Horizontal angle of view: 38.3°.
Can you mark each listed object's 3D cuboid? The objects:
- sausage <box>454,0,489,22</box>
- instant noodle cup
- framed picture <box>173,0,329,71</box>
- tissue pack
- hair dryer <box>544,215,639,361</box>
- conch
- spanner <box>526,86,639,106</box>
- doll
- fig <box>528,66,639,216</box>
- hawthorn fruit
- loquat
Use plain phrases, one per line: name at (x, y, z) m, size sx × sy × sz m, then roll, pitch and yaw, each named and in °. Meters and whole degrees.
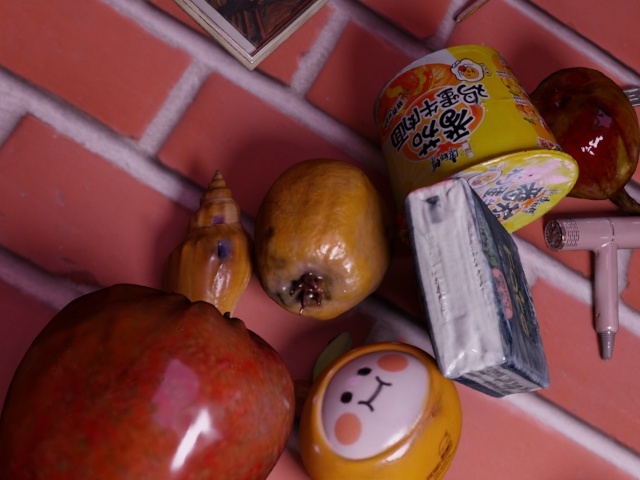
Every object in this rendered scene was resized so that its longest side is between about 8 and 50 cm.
sausage at (0.252, -0.384, 1.522) m, size 0.100 × 0.015 × 0.015 m, roll -40°, pitch 87°, yaw -30°
instant noodle cup at (0.200, -0.130, 1.277) m, size 0.264 × 0.264 × 0.200 m, roll -6°, pitch 63°, yaw -23°
framed picture at (-0.099, -0.405, 1.394) m, size 0.216 × 0.016 × 0.273 m, roll 42°, pitch 61°, yaw -1°
tissue pack at (0.202, 0.073, 1.170) m, size 0.103 × 0.315 × 0.228 m, roll -15°, pitch 71°, yaw 18°
hair dryer at (0.455, 0.068, 1.397) m, size 0.195 × 0.054 × 0.221 m, roll -3°, pitch 72°, yaw -18°
conch at (-0.137, 0.066, 1.147) m, size 0.109 × 0.093 × 0.331 m, roll 10°, pitch 67°, yaw -23°
spanner at (0.427, -0.214, 1.517) m, size 0.325 × 0.026 × 0.093 m, roll -14°, pitch 76°, yaw -26°
doll at (0.051, 0.218, 1.125) m, size 0.236 × 0.214 × 0.213 m, roll 23°, pitch 53°, yaw 37°
fig at (0.433, -0.132, 1.385) m, size 0.290 × 0.190 × 0.191 m, roll 27°, pitch 62°, yaw -14°
hawthorn fruit at (-0.189, 0.205, 0.970) m, size 0.308 × 0.308 × 0.325 m, roll 24°, pitch 93°, yaw -11°
loquat at (0.000, 0.000, 1.175) m, size 0.187 × 0.176 × 0.234 m, roll 39°, pitch 46°, yaw -25°
